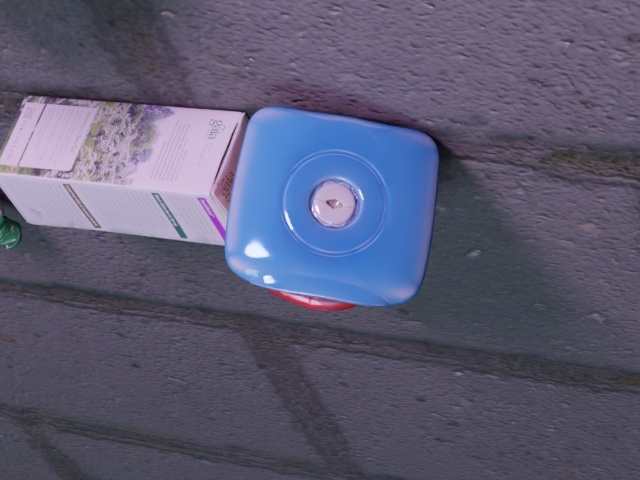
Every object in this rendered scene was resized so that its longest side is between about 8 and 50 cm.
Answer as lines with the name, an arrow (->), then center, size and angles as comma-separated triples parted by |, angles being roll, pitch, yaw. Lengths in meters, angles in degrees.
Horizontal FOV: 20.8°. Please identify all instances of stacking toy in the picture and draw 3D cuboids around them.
stacking toy -> 0.000, 0.000, 1.609 | 0.175, 0.166, 0.302 | 10, 168, -3

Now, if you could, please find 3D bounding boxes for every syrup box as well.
syrup box -> -0.174, -0.065, 1.622 | 0.236, 0.093, 0.096 | 6, 150, 22

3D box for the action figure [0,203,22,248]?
action figure -> -0.403, -0.061, 1.809 | 0.232, 0.063, 0.137 | 40, 145, -28
